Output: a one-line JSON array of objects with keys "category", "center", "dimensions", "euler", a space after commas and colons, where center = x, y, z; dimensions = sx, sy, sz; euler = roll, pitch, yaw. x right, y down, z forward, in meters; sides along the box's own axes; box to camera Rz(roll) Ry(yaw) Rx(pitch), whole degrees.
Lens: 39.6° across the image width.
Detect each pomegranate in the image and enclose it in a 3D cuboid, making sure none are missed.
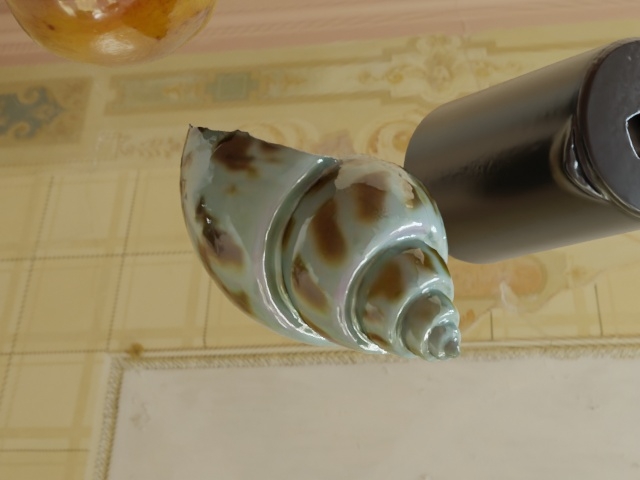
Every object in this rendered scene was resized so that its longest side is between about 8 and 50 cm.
[{"category": "pomegranate", "center": [-0.229, -0.307, 0.920], "dimensions": [0.264, 0.264, 0.264], "euler": [-5, -120, 9]}]

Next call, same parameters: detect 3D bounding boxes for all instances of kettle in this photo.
[{"category": "kettle", "center": [0.277, -0.084, 0.957], "dimensions": [0.262, 0.308, 0.203], "euler": [7, -99, -23]}]

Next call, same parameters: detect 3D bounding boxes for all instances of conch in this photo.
[{"category": "conch", "center": [-0.001, 0.000, 0.875], "dimensions": [0.368, 0.249, 0.197], "euler": [6, -111, 45]}]
